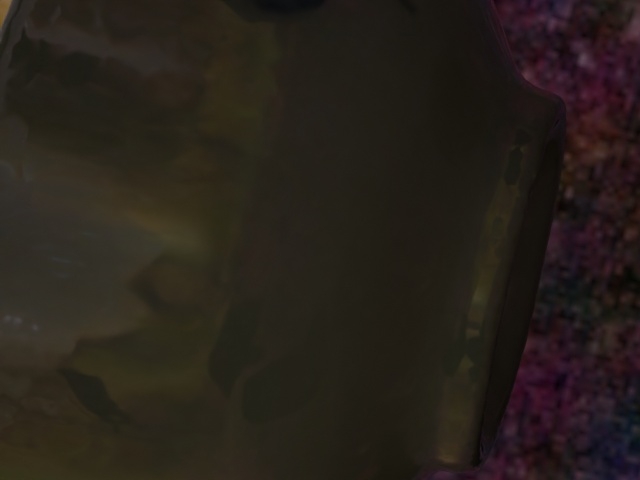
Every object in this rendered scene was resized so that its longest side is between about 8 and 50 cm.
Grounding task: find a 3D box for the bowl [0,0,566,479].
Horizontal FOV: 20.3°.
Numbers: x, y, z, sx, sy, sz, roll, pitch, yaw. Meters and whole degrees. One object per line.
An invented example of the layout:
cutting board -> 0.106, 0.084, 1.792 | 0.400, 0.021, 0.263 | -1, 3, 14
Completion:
bowl -> 0.000, 0.000, 0.610 | 0.289, 0.146, 0.289 | 12, -90, -77
